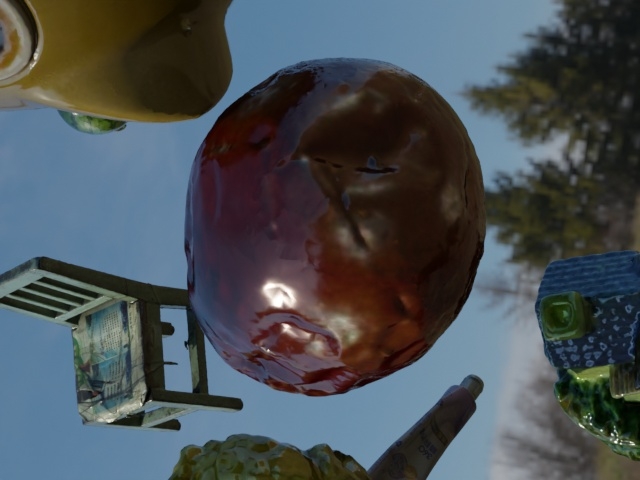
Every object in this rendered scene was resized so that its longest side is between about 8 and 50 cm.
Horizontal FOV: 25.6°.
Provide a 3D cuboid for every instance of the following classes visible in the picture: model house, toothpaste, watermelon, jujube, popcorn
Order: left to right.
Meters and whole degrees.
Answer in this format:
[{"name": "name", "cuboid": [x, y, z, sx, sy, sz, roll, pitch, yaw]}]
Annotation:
[{"name": "watermelon", "cuboid": [-0.246, -0.162, 1.545, 0.109, 0.109, 0.109, 8, -90, -74]}, {"name": "popcorn", "cuboid": [-0.036, 0.292, 1.327, 0.192, 0.233, 0.266, -66, -33, -29]}, {"name": "jujube", "cuboid": [0.000, 0.000, 1.022, 0.318, 0.223, 0.223, 123, 164, -67]}, {"name": "toothpaste", "cuboid": [0.132, 0.283, 1.896, 0.075, 0.048, 0.301, 52, -126, -9]}, {"name": "model house", "cuboid": [0.301, 0.097, 1.341, 0.189, 0.214, 0.195, 37, -126, -58]}]

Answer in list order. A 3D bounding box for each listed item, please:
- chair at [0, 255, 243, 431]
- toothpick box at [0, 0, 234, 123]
[{"name": "chair", "cuboid": [-0.230, 0.124, 1.548, 0.270, 0.136, 0.147, 14, -117, -43]}, {"name": "toothpick box", "cuboid": [-0.241, -0.303, 1.063, 0.409, 0.408, 0.426, -49, -46, -62]}]
